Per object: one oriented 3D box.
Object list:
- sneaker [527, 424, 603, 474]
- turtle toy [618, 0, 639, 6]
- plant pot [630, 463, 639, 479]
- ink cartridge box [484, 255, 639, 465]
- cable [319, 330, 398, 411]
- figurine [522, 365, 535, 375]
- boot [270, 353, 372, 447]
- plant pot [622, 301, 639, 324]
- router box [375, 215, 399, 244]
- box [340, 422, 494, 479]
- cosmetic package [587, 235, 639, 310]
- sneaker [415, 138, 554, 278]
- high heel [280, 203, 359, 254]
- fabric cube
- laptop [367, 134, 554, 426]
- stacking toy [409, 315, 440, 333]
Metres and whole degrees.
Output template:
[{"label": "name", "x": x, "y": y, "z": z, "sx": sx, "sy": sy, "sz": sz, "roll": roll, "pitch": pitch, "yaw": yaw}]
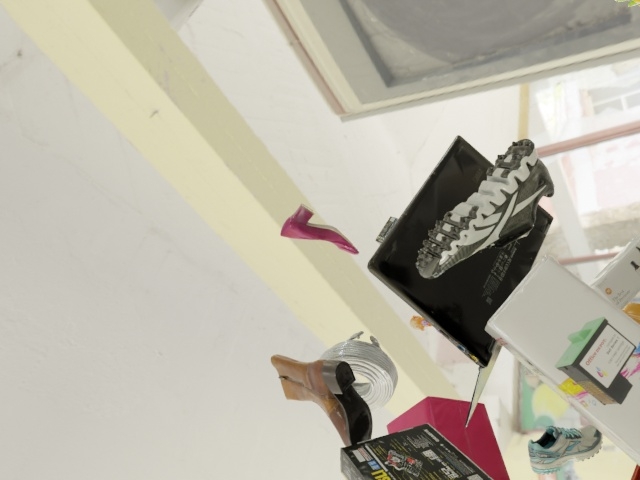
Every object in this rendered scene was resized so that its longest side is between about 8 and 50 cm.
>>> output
[{"label": "sneaker", "x": 0.840, "y": 0.690, "z": 1.672, "sx": 0.283, "sy": 0.110, "sz": 0.122, "roll": -20, "pitch": -87, "yaw": -13}, {"label": "turtle toy", "x": 0.755, "y": -0.587, "z": 1.135, "sx": 0.095, "sy": 0.130, "sz": 0.066, "roll": -21, "pitch": -79, "yaw": -49}, {"label": "plant pot", "x": 0.928, "y": 0.542, "z": 1.131, "sx": 0.235, "sy": 0.267, "sz": 0.267, "roll": 5, "pitch": -77, "yaw": -41}, {"label": "ink cartridge box", "x": 0.356, "y": 0.163, "z": 0.627, "sx": 0.278, "sy": 0.117, "sz": 0.201, "roll": 43, "pitch": -177, "yaw": 21}, {"label": "cable", "x": 0.112, "y": 0.426, "z": 1.512, "sx": 0.257, "sy": 0.257, "sz": 0.089, "roll": 49, "pitch": -153, "yaw": -17}, {"label": "figurine", "x": 0.837, "y": 0.410, "z": 1.781, "sx": 0.092, "sy": 0.209, "sz": 0.215, "roll": -47, "pitch": -51, "yaw": -64}, {"label": "boot", "x": -0.011, "y": 0.434, "z": 1.299, "sx": 0.096, "sy": 0.280, "sz": 0.264, "roll": -34, "pitch": -75, "yaw": -42}, {"label": "plant pot", "x": 1.010, "y": 0.340, "z": 1.599, "sx": 0.188, "sy": 0.205, "sz": 0.205, "roll": -48, "pitch": -61, "yaw": -37}, {"label": "router box", "x": 0.236, "y": -0.004, "z": 1.516, "sx": 0.122, "sy": 0.038, "sz": 0.092, "roll": 40, "pitch": -100, "yaw": -39}, {"label": "box", "x": 0.225, "y": 0.545, "z": 1.080, "sx": 0.257, "sy": 0.322, "sz": 0.079, "roll": -8, "pitch": -77, "yaw": -23}, {"label": "cosmetic package", "x": 0.864, "y": 0.094, "z": 1.374, "sx": 0.239, "sy": 0.060, "sz": 0.099, "roll": -39, "pitch": -102, "yaw": -15}, {"label": "sneaker", "x": 0.238, "y": -0.021, "z": 0.678, "sx": 0.106, "sy": 0.234, "sz": 0.078, "roll": 41, "pitch": -177, "yaw": -16}, {"label": "high heel", "x": 0.000, "y": 0.000, "z": 1.490, "sx": 0.244, "sy": 0.117, "sz": 0.082, "roll": 35, "pitch": -171, "yaw": -18}, {"label": "fabric cube", "x": 0.403, "y": 0.686, "z": 1.574, "sx": 0.259, "sy": 0.254, "sz": 0.258, "roll": 14, "pitch": -137, "yaw": -24}, {"label": "laptop", "x": 0.288, "y": 0.085, "z": 0.983, "sx": 0.408, "sy": 0.236, "sz": 0.382, "roll": 41, "pitch": -122, "yaw": -3}, {"label": "stacking toy", "x": 0.417, "y": 0.240, "z": 1.576, "sx": 0.175, "sy": 0.301, "sz": 0.166, "roll": 55, "pitch": -143, "yaw": -17}]
